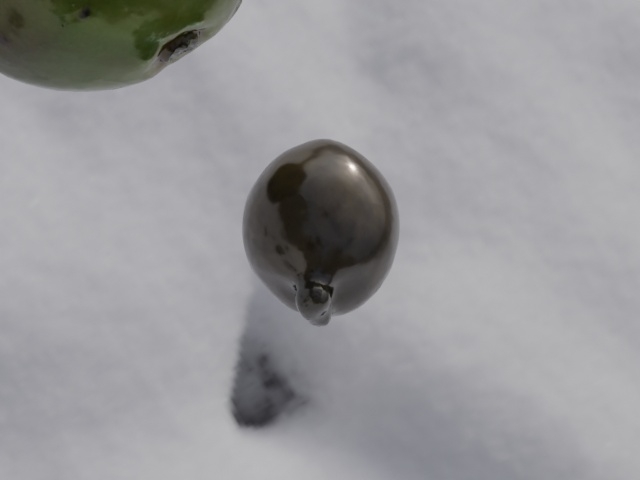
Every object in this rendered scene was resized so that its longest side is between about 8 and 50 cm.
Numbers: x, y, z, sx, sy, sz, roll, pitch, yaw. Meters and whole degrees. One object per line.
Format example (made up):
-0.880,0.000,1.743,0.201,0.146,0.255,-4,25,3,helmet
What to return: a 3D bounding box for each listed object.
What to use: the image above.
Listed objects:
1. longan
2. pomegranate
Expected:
0.000,0.000,1.190,0.106,0.106,0.119,22,48,-22,longan
-0.158,-0.197,1.151,0.159,0.190,0.241,-30,125,-33,pomegranate
